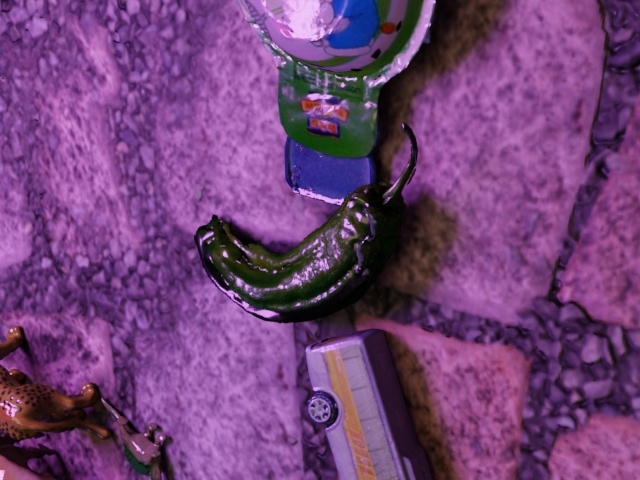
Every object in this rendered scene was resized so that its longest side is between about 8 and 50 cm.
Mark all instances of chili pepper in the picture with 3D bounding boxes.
[{"bbox_3d":[0.000,0.001,1.065,0.278,0.065,0.122,-22,90,40],"label":"chili pepper"}]

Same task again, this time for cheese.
[{"bbox_3d":[0.007,-0.175,1.017,0.203,0.083,0.321,17,120,31],"label":"cheese"}]

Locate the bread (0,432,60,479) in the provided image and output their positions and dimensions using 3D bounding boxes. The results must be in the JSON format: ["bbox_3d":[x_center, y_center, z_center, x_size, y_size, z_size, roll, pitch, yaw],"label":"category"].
[{"bbox_3d":[-0.301,0.371,1.252,0.236,0.183,0.389,-36,68,-12],"label":"bread"}]

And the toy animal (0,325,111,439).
[{"bbox_3d":[-0.315,0.164,1.269,0.181,0.136,0.073,30,114,26],"label":"toy animal"}]

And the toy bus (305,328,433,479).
[{"bbox_3d":[0.044,0.171,1.072,0.075,0.064,0.191,-19,88,23],"label":"toy bus"}]

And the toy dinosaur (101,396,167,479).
[{"bbox_3d":[-0.188,0.204,1.259,0.119,0.029,0.060,36,129,24],"label":"toy dinosaur"}]
